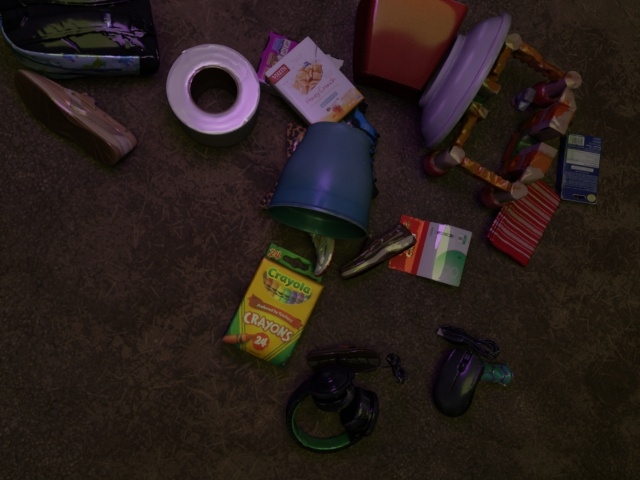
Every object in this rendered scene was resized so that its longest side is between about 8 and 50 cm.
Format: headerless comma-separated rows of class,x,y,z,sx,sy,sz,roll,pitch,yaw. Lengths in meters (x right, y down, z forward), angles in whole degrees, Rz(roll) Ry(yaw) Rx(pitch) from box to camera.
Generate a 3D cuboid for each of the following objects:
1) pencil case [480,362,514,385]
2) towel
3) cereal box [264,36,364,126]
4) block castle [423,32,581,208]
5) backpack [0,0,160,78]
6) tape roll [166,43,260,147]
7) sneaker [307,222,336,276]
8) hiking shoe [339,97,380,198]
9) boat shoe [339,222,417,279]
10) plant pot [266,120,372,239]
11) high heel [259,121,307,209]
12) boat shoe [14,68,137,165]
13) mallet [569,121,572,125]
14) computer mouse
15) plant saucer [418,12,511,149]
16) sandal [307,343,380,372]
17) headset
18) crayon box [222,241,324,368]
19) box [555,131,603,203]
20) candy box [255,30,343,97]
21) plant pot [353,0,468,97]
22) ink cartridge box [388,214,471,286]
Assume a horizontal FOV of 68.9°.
pencil case,0.526,0.424,1.476,0.152,0.064,0.070,4,62,-8
towel,0.660,-0.071,1.504,0.199,0.031,0.274,32,84,-23
cereal box,-0.018,-0.437,1.336,0.173,0.047,0.240,-44,92,-8
block castle,0.544,-0.350,1.422,0.303,0.213,0.453,28,86,-7
backpack,-0.643,-0.562,1.232,0.356,0.273,0.290,-15,94,-31
tape roll,-0.294,-0.396,1.308,0.246,0.169,0.246,0,88,-9
sneaker,0.000,0.000,1.391,0.093,0.088,0.225,8,71,-2
hiking shoe,0.131,-0.276,1.402,0.132,0.113,0.304,-20,92,-8
boat shoe,0.162,0.028,1.422,0.257,0.095,0.095,-26,78,-14
plant pot,0.019,-0.163,1.242,0.272,0.271,0.255,15,79,-9
high heel,-0.115,-0.223,1.383,0.261,0.093,0.186,-38,85,-8
boat shoe,-0.671,-0.347,1.286,0.341,0.122,0.110,40,46,-9
mallet,0.740,-0.376,1.545,0.190,0.039,0.062,-23,94,-5
computer mouse,0.413,0.410,1.422,0.189,0.072,0.272,19,94,32
plant saucer,0.371,-0.453,1.304,0.101,0.400,0.400,28,85,-2
sandal,0.071,0.351,1.408,0.219,0.060,0.090,-3,117,5
headset,0.080,0.466,1.328,0.394,0.185,0.243,-44,108,6
crayon box,-0.128,0.185,1.368,0.202,0.081,0.318,26,84,-7
box,0.863,-0.239,1.559,0.137,0.036,0.225,8,86,-9
candy box,-0.067,-0.498,1.396,0.233,0.071,0.159,20,85,-8
plant pot,0.225,-0.567,1.366,0.267,0.267,0.235,15,99,-9
ink cartridge box,0.346,0.030,1.463,0.225,0.056,0.181,16,86,-10
